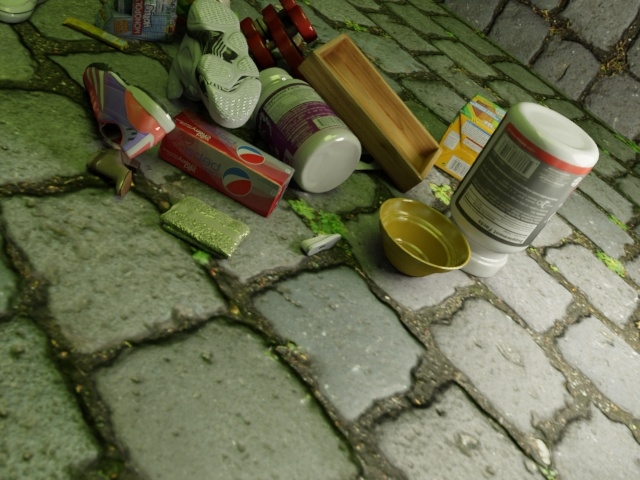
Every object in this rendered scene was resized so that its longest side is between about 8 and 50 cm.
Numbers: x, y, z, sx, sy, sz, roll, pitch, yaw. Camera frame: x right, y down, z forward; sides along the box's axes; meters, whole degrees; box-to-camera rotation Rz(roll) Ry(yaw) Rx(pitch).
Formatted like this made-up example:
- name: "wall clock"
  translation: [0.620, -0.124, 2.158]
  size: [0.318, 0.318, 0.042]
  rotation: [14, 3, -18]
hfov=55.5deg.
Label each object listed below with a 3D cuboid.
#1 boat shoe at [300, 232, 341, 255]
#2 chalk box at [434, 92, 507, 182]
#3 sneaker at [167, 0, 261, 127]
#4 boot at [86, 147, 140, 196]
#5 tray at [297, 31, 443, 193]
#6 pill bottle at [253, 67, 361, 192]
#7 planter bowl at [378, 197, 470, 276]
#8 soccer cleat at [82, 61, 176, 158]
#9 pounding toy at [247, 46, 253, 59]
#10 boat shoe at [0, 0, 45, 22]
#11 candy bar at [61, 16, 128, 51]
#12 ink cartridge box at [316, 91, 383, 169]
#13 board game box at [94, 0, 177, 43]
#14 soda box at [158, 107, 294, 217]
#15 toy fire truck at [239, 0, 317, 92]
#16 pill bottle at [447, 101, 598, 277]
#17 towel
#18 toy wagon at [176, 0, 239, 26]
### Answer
- name: "boat shoe"
  translation: [0.000, 0.000, 1.228]
  size: [0.100, 0.035, 0.035]
  rotation: [-23, 62, -40]
- name: "chalk box"
  translation: [0.469, -0.299, 1.784]
  size: [0.180, 0.179, 0.289]
  rotation: [34, 36, 7]
- name: "sneaker"
  translation: [-0.244, -0.348, 1.358]
  size: [0.137, 0.210, 0.366]
  rotation: [4, 54, -30]
- name: "boot"
  translation: [-0.390, -0.129, 1.125]
  size: [0.087, 0.042, 0.118]
  rotation: [16, 36, -7]
- name: "tray"
  translation: [0.137, -0.333, 1.572]
  size: [0.411, 0.076, 0.203]
  rotation: [48, 40, -7]
- name: "pill bottle"
  translation: [-0.052, -0.263, 1.400]
  size: [0.169, 0.169, 0.301]
  rotation: [-7, 48, -39]
- name: "planter bowl"
  translation: [0.203, 0.012, 1.299]
  size: [0.217, 0.090, 0.217]
  rotation: [18, 36, -14]
- name: "soccer cleat"
  translation: [-0.410, -0.262, 1.203]
  size: [0.116, 0.108, 0.318]
  rotation: [-47, 51, -11]
- name: "pounding toy"
  translation: [-0.272, -0.476, 1.576]
  size: [0.181, 0.094, 0.206]
  rotation: [1, 43, -33]
- name: "boat shoe"
  translation: [-0.709, -0.590, 1.438]
  size: [0.083, 0.076, 0.226]
  rotation: [17, 37, -15]
- name: "candy bar"
  translation: [-0.551, -0.509, 1.494]
  size: [0.161, 0.018, 0.040]
  rotation: [24, 39, -7]
- name: "ink cartridge box"
  translation: [0.072, -0.275, 1.594]
  size: [0.275, 0.060, 0.239]
  rotation: [-6, 69, -39]
- name: "board game box"
  translation: [-0.462, -0.579, 1.524]
  size: [0.194, 0.194, 0.060]
  rotation: [-12, 68, -25]
- name: "soda box"
  translation: [-0.193, -0.160, 1.243]
  size: [0.263, 0.092, 0.083]
  rotation: [29, 37, 0]
- name: "toy fire truck"
  translation: [-0.081, -0.528, 1.701]
  size: [0.254, 0.169, 0.302]
  rotation: [51, 11, -41]
- name: "pill bottle"
  translation: [0.418, -0.103, 1.351]
  size: [0.210, 0.363, 0.210]
  rotation: [18, 37, -14]
- name: "towel"
  translation: [-0.212, -0.026, 1.124]
  size: [0.148, 0.027, 0.110]
  rotation: [30, 36, 1]
- name: "toy wagon"
  translation: [-0.388, -0.669, 1.648]
  size: [0.344, 0.068, 0.267]
  rotation: [10, -23, 45]
